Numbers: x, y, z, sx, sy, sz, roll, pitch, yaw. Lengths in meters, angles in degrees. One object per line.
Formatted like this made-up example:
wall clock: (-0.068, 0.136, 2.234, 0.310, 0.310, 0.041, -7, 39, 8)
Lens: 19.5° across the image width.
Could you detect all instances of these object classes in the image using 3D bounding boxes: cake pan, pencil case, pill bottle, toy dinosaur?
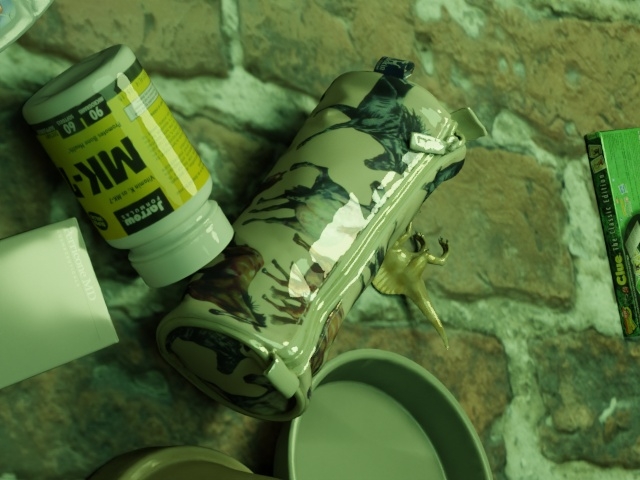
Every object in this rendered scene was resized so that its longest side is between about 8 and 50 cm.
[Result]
cake pan: (0.063, 0.258, 1.917, 0.293, 0.054, 0.293, 21, 57, -37)
pencil case: (0.000, 0.000, 1.855, 0.160, 0.183, 0.410, 51, 52, -22)
pill bottle: (-0.176, -0.067, 1.745, 0.119, 0.119, 0.208, -47, 112, -39)
toy dinosaur: (0.096, 0.029, 2.043, 0.092, 0.053, 0.183, -45, 105, -24)

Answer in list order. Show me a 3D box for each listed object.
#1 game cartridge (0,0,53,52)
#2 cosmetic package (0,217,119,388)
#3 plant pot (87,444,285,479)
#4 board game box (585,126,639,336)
game cartridge: (-0.364, -0.233, 1.651, 0.297, 0.062, 0.198, -40, 104, -41)
cosmetic package: (-0.304, 0.073, 1.603, 0.238, 0.107, 0.127, -23, 94, -41)
plant pot: (-0.077, 0.306, 1.680, 0.263, 0.229, 0.263, 11, 73, -41)
board game box: (0.408, -0.014, 2.356, 0.136, 0.030, 0.259, -8, 86, -42)
